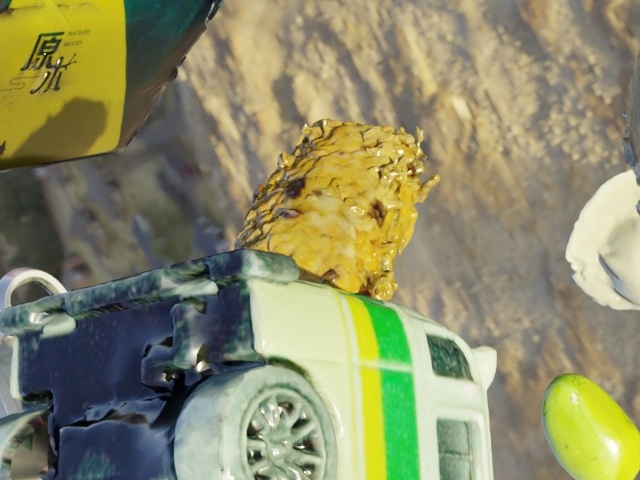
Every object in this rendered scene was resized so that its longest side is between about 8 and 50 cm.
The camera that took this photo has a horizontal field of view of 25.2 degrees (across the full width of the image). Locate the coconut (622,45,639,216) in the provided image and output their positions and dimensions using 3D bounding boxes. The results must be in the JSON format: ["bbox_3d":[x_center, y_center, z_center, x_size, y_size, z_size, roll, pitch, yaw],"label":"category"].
[{"bbox_3d":[0.239,-0.050,0.593,0.227,0.230,0.227,18,111,56],"label":"coconut"}]

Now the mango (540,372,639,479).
[{"bbox_3d":[0.228,0.163,1.217,0.073,0.056,0.108,-28,86,30],"label":"mango"}]

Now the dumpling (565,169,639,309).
[{"bbox_3d":[0.337,-0.010,1.393,0.155,0.181,0.111,56,171,-26],"label":"dumpling"}]

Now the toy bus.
[{"bbox_3d":[-0.015,0.154,0.468,0.134,0.165,0.276,-13,74,41],"label":"toy bus"}]

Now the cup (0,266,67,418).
[{"bbox_3d":[-0.282,0.149,1.576,0.167,0.202,0.221,46,139,35],"label":"cup"}]

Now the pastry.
[{"bbox_3d":[0.000,0.000,0.649,0.080,0.140,0.056,9,134,26],"label":"pastry"}]

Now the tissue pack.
[{"bbox_3d":[-0.326,-0.208,1.262,0.253,0.416,0.264,49,124,20],"label":"tissue pack"}]
